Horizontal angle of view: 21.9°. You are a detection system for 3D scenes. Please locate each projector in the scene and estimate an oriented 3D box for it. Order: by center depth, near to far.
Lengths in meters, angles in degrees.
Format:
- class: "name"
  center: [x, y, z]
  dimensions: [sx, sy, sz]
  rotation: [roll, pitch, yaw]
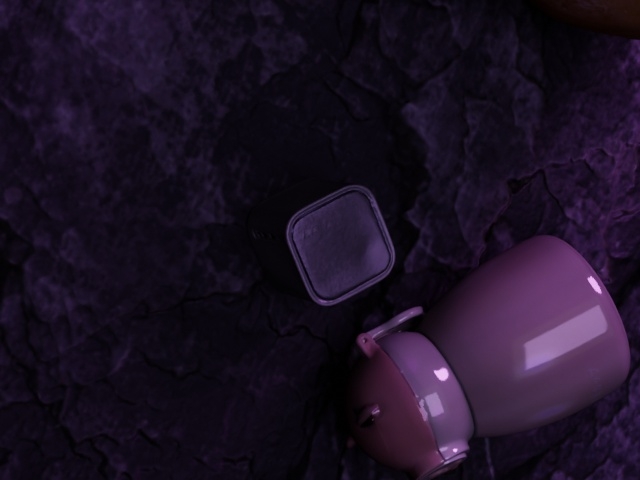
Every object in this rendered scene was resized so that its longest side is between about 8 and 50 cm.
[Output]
- class: "projector"
  center: [0.000, 0.000, 1.327]
  dimensions: [0.083, 0.082, 0.083]
  rotation: [-27, 106, -20]

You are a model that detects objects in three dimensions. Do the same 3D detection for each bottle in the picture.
- class: "bottle"
  center: [0.124, 0.108, 1.370]
  dimensions: [0.236, 0.147, 0.148]
  rotation: [-27, 106, -13]

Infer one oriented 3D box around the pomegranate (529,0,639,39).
- class: "pomegranate"
  center: [0.286, -0.326, 1.314]
  dimensions: [0.342, 0.342, 0.343]
  rotation: [-3, 97, -25]
